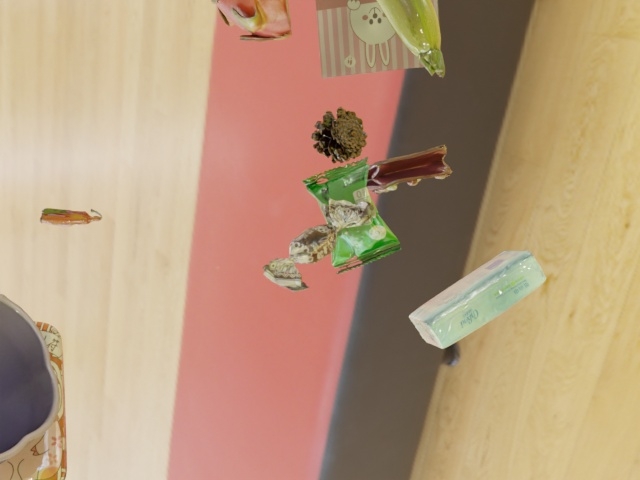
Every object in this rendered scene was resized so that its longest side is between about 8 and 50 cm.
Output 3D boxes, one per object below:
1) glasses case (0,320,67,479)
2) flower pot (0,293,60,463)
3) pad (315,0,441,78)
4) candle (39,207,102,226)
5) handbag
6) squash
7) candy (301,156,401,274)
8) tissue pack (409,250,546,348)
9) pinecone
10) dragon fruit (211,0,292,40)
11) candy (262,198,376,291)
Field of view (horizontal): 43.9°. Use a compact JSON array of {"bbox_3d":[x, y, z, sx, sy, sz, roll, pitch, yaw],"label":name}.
[{"bbox_3d":[-0.414,0.236,1.124,0.067,0.103,0.266,109,152,-53],"label":"glasses case"},{"bbox_3d":[-0.501,0.199,0.964,0.243,0.265,0.265,-36,66,21],"label":"flower pot"},{"bbox_3d":[0.119,-0.465,1.722,0.300,0.005,0.202,2,102,33],"label":"pad"},{"bbox_3d":[-0.675,-0.063,2.153,0.048,0.162,0.053,-125,41,-61],"label":"candle"},{"bbox_3d":[0.172,-0.152,1.833,0.216,0.203,0.074,-13,91,66],"label":"handbag"},{"bbox_3d":[0.153,-0.458,1.496,0.341,0.094,0.094,58,140,3],"label":"squash"},{"bbox_3d":[0.056,-0.046,1.550,0.141,0.078,0.203,-18,97,32],"label":"candy"},{"bbox_3d":[0.327,0.124,1.674,0.089,0.263,0.177,56,175,-1],"label":"tissue pack"},{"bbox_3d":[0.042,-0.255,1.944,0.121,0.140,0.140,-16,84,41],"label":"pinecone"},{"bbox_3d":[-0.201,-0.691,2.164,0.305,0.226,0.305,174,90,-88],"label":"dragon fruit"},{"bbox_3d":[0.000,0.000,1.310,0.094,0.226,0.051,29,146,32],"label":"candy"}]
